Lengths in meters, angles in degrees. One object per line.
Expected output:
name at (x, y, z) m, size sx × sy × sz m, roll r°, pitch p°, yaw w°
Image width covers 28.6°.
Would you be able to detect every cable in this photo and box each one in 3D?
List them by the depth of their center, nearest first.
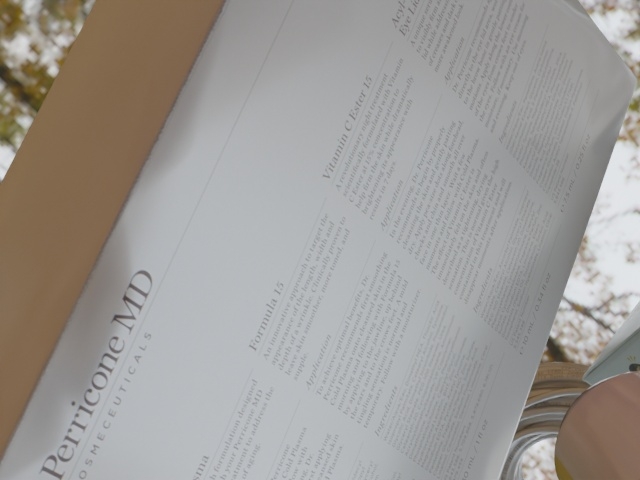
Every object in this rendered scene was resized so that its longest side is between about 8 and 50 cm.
cable at (0.260, 0.260, 1.349) m, size 0.257 × 0.257 × 0.089 m, roll -59°, pitch 171°, yaw 14°

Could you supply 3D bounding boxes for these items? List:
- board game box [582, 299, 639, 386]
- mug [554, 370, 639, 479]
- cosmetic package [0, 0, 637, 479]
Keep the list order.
board game box at (0.337, 0.094, 0.727) m, size 0.224 × 0.303 × 0.097 m, roll -43°, pitch 171°, yaw -39°
mug at (0.095, 0.075, 0.368) m, size 0.078 × 0.062 × 0.064 m, roll -41°, pitch -148°, yaw 0°
cosmetic package at (0.000, 0.000, 0.591) m, size 0.097 × 0.284 × 0.377 m, roll 6°, pitch -115°, yaw 41°
